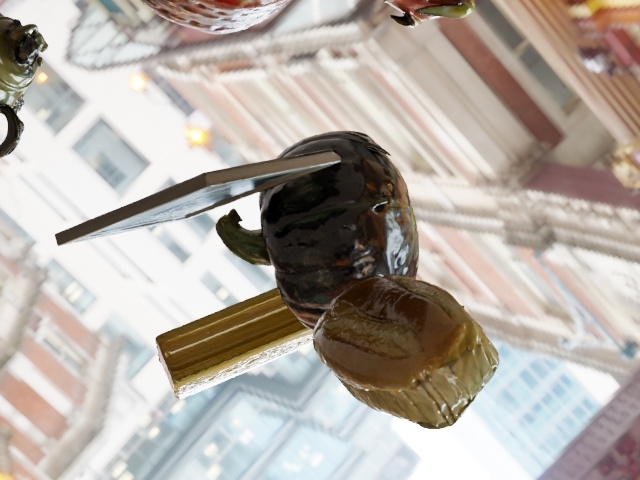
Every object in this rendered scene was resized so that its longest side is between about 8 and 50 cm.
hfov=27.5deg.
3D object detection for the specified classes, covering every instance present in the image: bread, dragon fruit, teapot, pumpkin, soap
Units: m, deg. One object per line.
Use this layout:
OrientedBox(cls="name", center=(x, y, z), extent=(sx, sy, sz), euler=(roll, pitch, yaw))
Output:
OrientedBox(cls="bread", center=(0.083, 0.109, 1.383), extent=(0.140, 0.106, 0.236), euler=(-45, -155, -15))
OrientedBox(cls="dragon fruit", center=(0.191, -0.511, 2.439), extent=(0.227, 0.224, 0.224), euler=(-8, -149, 17))
OrientedBox(cls="teapot", center=(-0.485, -0.255, 1.926), extent=(0.183, 0.269, 0.173), euler=(-10, 180, 30))
OrientedBox(cls="pumpkin", center=(0.000, 0.000, 1.815), extent=(0.296, 0.296, 0.296), euler=(-38, -161, 16))
OrientedBox(cls="soap", center=(-0.122, 0.165, 2.271), extent=(0.325, 0.096, 0.204), euler=(-22, 169, -9))

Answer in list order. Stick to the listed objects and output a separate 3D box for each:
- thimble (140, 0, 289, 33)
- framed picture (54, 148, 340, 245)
OrientedBox(cls="thimble", center=(-0.131, -0.449, 1.667), extent=(0.350, 0.350, 0.230), euler=(-48, -168, -13))
OrientedBox(cls="framed picture", center=(-0.158, -0.054, 1.654), extent=(0.232, 0.024, 0.315), euler=(-14, 177, -46))
